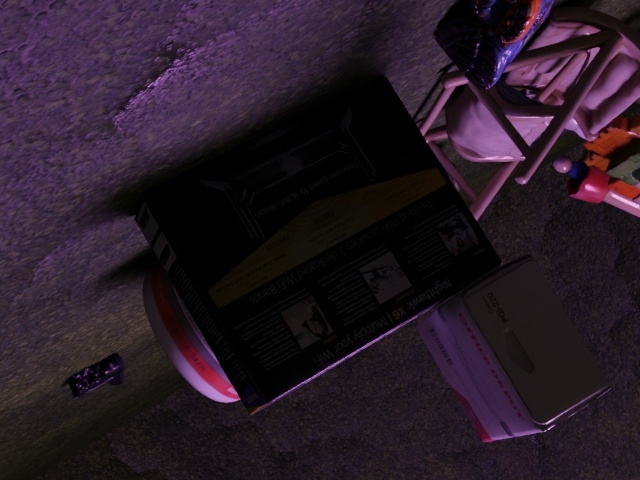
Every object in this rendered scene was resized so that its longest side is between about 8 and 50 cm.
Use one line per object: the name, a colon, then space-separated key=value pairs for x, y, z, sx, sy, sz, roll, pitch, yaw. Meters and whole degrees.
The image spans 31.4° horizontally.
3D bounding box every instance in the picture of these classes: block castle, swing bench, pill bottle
block castle: x=0.572 y=-0.231 z=1.858 sx=0.453 sy=0.212 sz=0.303 roll=137 pitch=-25 yaw=-70
swing bench: x=0.276 y=-0.174 z=1.506 sx=0.254 sy=0.165 sz=0.253 roll=-35 pitch=174 yaw=-14
pill bottle: x=-0.026 y=0.032 z=1.442 sx=0.363 sy=0.210 sz=0.210 roll=-33 pitch=173 yaw=14

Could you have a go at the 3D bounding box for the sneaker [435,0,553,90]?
sneaker: x=0.185 y=-0.219 z=1.133 sx=0.087 sy=0.083 sz=0.221 roll=-37 pitch=179 yaw=-18

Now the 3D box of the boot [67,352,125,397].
boot: x=-0.406 y=0.253 z=2.064 sx=0.099 sy=0.045 sz=0.121 roll=-31 pitch=166 yaw=-24

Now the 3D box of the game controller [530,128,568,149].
game controller: x=0.509 y=-0.271 z=2.285 sx=0.319 sy=0.067 sz=0.166 roll=-31 pitch=-173 yaw=6

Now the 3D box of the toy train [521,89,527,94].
toy train: x=0.370 y=-0.246 z=1.930 sx=0.036 sy=0.027 sz=0.158 roll=-32 pitch=174 yaw=37

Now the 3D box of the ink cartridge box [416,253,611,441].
ink cartridge box: x=0.194 y=0.119 z=1.197 sx=0.092 sy=0.159 sz=0.218 roll=-29 pitch=173 yaw=-11

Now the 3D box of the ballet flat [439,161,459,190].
ballet flat: x=0.099 y=-0.026 z=1.970 sx=0.348 sy=0.123 sz=0.123 roll=-36 pitch=172 yaw=19

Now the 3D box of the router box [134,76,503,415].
router box: x=0.000 y=0.000 z=1.195 sx=0.308 sy=0.243 sz=0.081 roll=-28 pitch=172 yaw=-22

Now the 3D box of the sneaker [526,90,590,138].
sneaker: x=0.392 y=-0.246 z=1.834 sx=0.262 sy=0.121 sz=0.099 roll=-65 pitch=172 yaw=-69
